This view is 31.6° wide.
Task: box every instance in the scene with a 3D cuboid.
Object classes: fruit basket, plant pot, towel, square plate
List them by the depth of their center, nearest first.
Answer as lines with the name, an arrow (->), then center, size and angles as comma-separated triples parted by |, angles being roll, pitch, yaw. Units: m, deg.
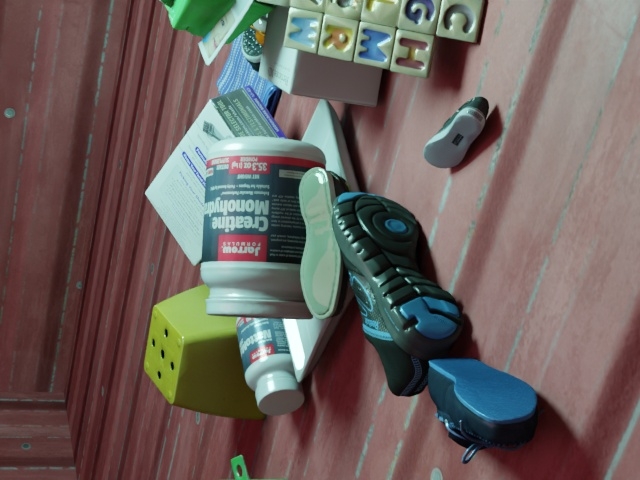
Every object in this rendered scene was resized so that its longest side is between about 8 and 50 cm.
fruit basket -> -0.137, -0.498, 1.731 | 0.353, 0.165, 0.327 | -56, 41, 39
square plate -> 0.000, 0.000, 1.874 | 0.344, 0.049, 0.347 | 115, 151, -44
plant pot -> -0.215, 0.208, 2.145 | 0.212, 0.187, 0.212 | 39, 123, 50
towel -> -0.157, -0.322, 2.362 | 0.336, 0.040, 0.243 | -107, 30, -44

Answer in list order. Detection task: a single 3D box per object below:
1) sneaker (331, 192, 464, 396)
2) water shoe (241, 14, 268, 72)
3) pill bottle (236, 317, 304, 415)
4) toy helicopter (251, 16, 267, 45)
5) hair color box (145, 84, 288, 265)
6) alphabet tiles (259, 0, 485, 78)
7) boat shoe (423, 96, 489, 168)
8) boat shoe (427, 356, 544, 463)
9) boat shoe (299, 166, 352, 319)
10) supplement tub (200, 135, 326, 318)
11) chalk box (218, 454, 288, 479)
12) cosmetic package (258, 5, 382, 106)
sneaker -> 0.081, 0.062, 1.547 | 0.341, 0.125, 0.140 | -109, 29, -49
water shoe -> -0.116, -0.425, 2.218 | 0.080, 0.073, 0.203 | 76, -157, -63
pill bottle -> -0.083, 0.206, 1.968 | 0.108, 0.108, 0.180 | 115, 150, -43
toy helicopter -> -0.062, -0.422, 1.991 | 0.355, 0.140, 0.235 | 122, 166, -79
hair color box -> -0.186, -0.115, 2.123 | 0.185, 0.110, 0.339 | 55, 142, 8
alphabet tiles -> 0.069, -0.379, 1.515 | 0.342, 0.011, 0.285 | 17, 105, 27
boat shoe -> 0.177, -0.137, 1.452 | 0.040, 0.049, 0.142 | -58, 5, -28
boat shoe -> 0.191, 0.199, 1.299 | 0.258, 0.109, 0.089 | -122, 31, -82
boat shoe -> 0.018, 0.006, 1.676 | 0.081, 0.068, 0.228 | -13, 73, 39
supplement tub -> -0.089, -0.016, 1.773 | 0.191, 0.191, 0.272 | 168, 105, -68
chalk box -> -0.134, 0.493, 2.017 | 0.132, 0.132, 0.213 | 137, 134, -62
cosmetic package -> 0.024, -0.407, 1.742 | 0.197, 0.155, 0.366 | -140, 58, -66
